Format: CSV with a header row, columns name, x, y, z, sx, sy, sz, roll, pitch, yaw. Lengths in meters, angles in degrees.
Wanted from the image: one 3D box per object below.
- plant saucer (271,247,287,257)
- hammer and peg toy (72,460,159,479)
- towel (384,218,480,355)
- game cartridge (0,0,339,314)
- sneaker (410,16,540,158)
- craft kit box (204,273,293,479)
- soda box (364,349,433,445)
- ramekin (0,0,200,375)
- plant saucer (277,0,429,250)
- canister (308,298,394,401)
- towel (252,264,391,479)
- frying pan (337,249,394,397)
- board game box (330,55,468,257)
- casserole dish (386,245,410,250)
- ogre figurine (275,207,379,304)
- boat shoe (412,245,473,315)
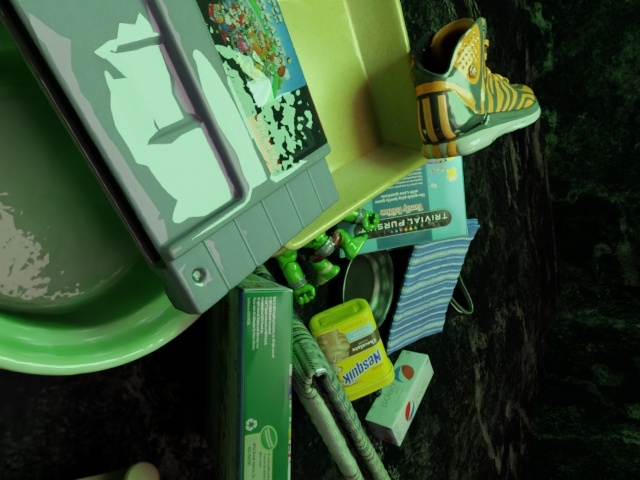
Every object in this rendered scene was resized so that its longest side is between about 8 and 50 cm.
name,x,y,z,sx,sy,sz,roll,pitch,yaw
plant saucer,-0.080,-0.008,0.641,0.015,0.084,0.083,-106,179,-68
hammer and peg toy,-0.189,0.337,0.349,0.362,0.265,0.127,13,124,-43
towel,0.273,0.109,1.012,0.243,0.040,0.335,-8,117,-42
game cartridge,-0.110,-0.144,0.363,0.230,0.068,0.354,-40,119,-35
sneaker,0.254,-0.256,0.654,0.321,0.125,0.179,-33,116,-42
craft kit box,-0.097,0.166,0.498,0.061,0.247,0.249,1,91,-25
soda box,0.193,0.368,0.994,0.216,0.074,0.069,-47,126,-39
ramekin,-0.232,-0.044,0.391,0.304,0.148,0.303,-3,94,-51
plant saucer,-0.002,-0.206,0.557,0.333,0.081,0.332,-35,115,-33
canister,0.059,0.208,0.792,0.126,0.073,0.169,-22,112,-4
towel,-0.012,0.202,0.590,0.056,0.312,0.324,-30,119,-10
frying pan,0.116,0.155,0.907,0.197,0.053,0.326,-43,125,-40
board game box,0.130,-0.157,0.777,0.254,0.079,0.335,-9,103,-7
casserole dish,0.169,-0.035,0.978,0.188,0.037,0.114,-4,94,-52
ogre figurine,0.000,0.000,0.704,0.118,0.197,0.096,44,15,-17
boat shoe,0.347,0.084,1.153,0.112,0.096,0.335,-51,128,-32
